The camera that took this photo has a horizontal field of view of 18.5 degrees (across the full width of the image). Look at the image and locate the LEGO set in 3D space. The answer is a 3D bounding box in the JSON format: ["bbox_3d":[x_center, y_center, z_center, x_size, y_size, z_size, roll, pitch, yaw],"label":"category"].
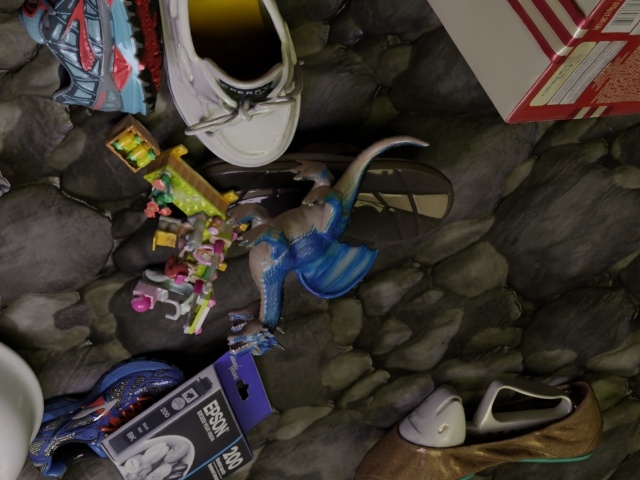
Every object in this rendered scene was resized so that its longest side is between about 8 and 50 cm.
[{"bbox_3d":[-0.153,0.001,2.055,0.132,0.107,0.287,6,143,10],"label":"LEGO set"}]

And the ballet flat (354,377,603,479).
[{"bbox_3d":[0.206,0.237,2.518,0.342,0.116,0.124,-7,119,-15],"label":"ballet flat"}]

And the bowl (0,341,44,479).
[{"bbox_3d":[-0.453,0.235,2.184,0.297,0.134,0.298,-5,135,-5],"label":"bowl"}]

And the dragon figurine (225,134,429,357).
[{"bbox_3d":[0.000,0.000,2.035,0.289,0.085,0.144,-36,127,-1],"label":"dragon figurine"}]

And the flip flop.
[{"bbox_3d":[0.006,-0.064,2.103,0.277,0.080,0.112,3,134,-2],"label":"flip flop"}]

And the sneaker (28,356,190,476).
[{"bbox_3d":[-0.247,0.213,2.308,0.221,0.087,0.083,-28,141,11],"label":"sneaker"}]

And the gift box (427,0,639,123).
[{"bbox_3d":[0.227,-0.282,1.780,0.276,0.258,0.255,-2,143,-43],"label":"gift box"}]

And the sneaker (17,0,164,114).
[{"bbox_3d":[-0.221,-0.219,1.799,0.125,0.104,0.262,-2,129,5],"label":"sneaker"}]

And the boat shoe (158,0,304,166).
[{"bbox_3d":[-0.076,-0.168,1.877,0.135,0.156,0.367,-14,140,-6],"label":"boat shoe"}]

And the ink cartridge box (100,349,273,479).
[{"bbox_3d":[-0.145,0.232,2.338,0.208,0.045,0.206,-36,151,-11],"label":"ink cartridge box"}]
